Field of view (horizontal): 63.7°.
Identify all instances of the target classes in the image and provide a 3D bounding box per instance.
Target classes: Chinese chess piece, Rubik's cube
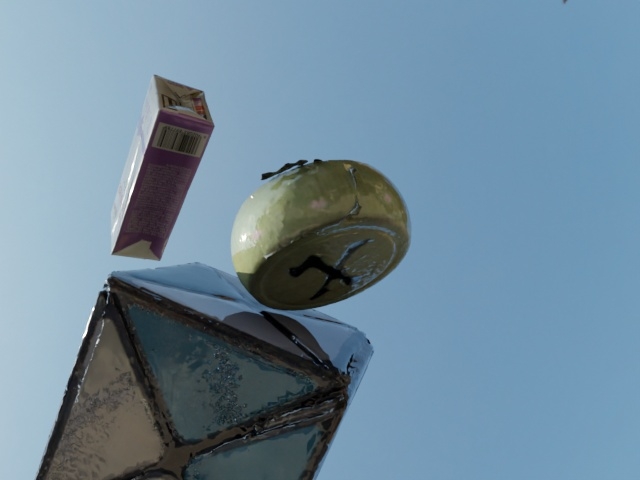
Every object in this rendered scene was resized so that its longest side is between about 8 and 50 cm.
[{"bbox_3d":[0.000,0.000,0.644,0.237,0.238,0.092,-10,-121,-15],"label":"Chinese chess piece"},{"bbox_3d":[-0.130,0.217,0.664,0.306,0.310,0.305,24,-84,9],"label":"Rubik's cube"}]

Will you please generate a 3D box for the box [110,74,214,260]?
[{"bbox_3d":[-0.108,-0.044,0.341,0.036,0.051,0.117,10,-52,-30],"label":"box"}]
